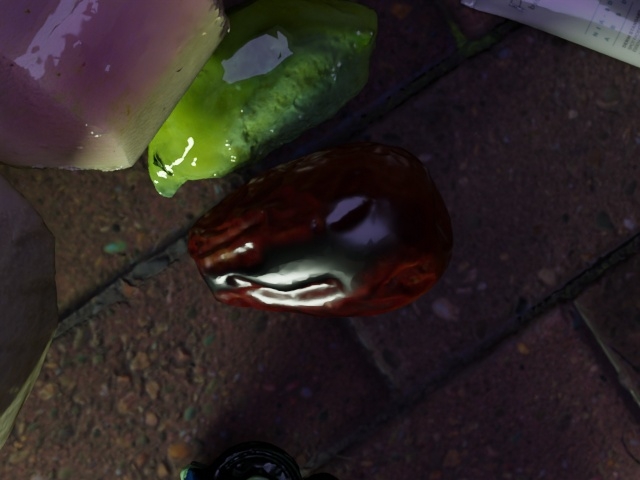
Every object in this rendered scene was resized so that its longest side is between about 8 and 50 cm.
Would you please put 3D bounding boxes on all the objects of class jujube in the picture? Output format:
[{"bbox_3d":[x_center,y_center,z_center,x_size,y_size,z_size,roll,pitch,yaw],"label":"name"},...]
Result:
[{"bbox_3d":[0.000,0.000,1.723,0.236,0.168,0.168,-15,96,9],"label":"jujube"}]

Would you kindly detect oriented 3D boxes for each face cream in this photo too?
[{"bbox_3d":[0.262,-0.219,1.803,0.243,0.058,0.092,23,94,-4],"label":"face cream"}]

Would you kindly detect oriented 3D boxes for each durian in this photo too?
[{"bbox_3d":[-0.060,-0.146,1.725,0.250,0.101,0.139,-28,98,-7],"label":"durian"}]

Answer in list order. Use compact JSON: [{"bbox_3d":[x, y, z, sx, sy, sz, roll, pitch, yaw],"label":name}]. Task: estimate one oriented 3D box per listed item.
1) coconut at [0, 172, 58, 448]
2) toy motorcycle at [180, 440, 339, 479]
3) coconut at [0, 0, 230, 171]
[{"bbox_3d":[-0.400,0.070,1.549,0.415,0.415,0.345,-8,127,-9],"label":"coconut"},{"bbox_3d":[-0.004,0.327,1.760,0.331,0.125,0.196,35,86,-14],"label":"toy motorcycle"},{"bbox_3d":[-0.224,-0.173,1.635,0.233,0.233,0.245,40,86,-10],"label":"coconut"}]
